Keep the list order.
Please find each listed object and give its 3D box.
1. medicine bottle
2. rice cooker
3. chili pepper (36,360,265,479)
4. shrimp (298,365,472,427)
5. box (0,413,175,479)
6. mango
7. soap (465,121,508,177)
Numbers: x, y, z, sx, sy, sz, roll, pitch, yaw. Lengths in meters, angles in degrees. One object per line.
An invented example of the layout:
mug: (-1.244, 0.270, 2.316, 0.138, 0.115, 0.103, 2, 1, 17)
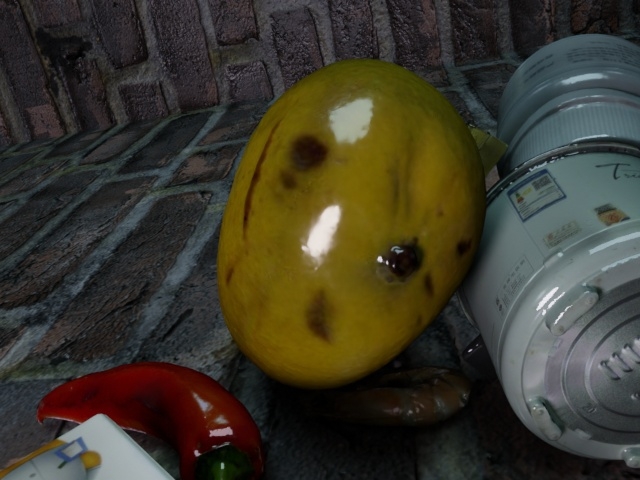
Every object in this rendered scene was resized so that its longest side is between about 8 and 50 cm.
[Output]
medicine bottle: (0.365, -0.122, 0.888, 0.244, 0.245, 0.306, -3, 34, 20)
rice cooker: (0.251, 0.047, 0.579, 0.280, 0.241, 0.227, -47, 19, 20)
chili pepper: (-0.160, 0.191, 0.659, 0.368, 0.092, 0.137, 3, 40, 48)
shrimp: (0.064, 0.156, 0.664, 0.180, 0.041, 0.099, -10, 21, 10)
box: (-0.135, 0.272, 0.372, 0.224, 0.144, 0.341, -29, 27, -33)
mango: (0.000, 0.000, 0.671, 0.220, 0.302, 0.445, 12, -17, -15)
soap: (0.151, -0.046, 0.897, 0.252, 0.037, 0.092, -53, 19, 12)
